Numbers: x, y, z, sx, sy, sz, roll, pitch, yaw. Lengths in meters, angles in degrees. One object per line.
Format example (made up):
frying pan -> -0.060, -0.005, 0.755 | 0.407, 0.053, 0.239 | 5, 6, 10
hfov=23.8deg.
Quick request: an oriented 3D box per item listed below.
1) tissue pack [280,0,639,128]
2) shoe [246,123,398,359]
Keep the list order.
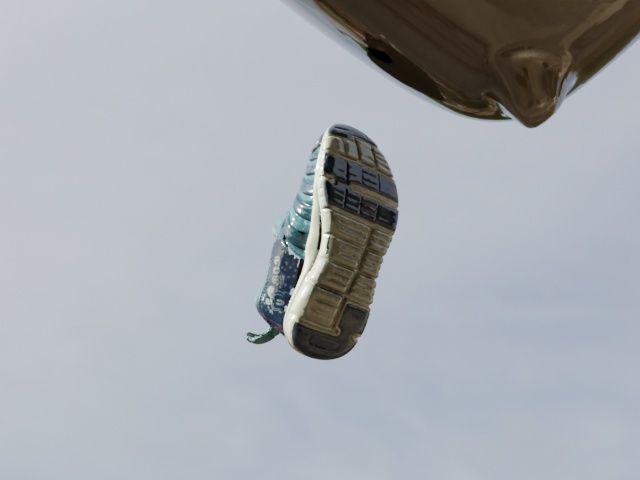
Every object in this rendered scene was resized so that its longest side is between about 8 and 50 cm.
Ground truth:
tissue pack -> 0.041, -0.242, 0.758 | 0.267, 0.277, 0.387 | -43, -51, 13
shoe -> 0.000, 0.000, 0.911 | 0.064, 0.143, 0.071 | 21, -12, -40
